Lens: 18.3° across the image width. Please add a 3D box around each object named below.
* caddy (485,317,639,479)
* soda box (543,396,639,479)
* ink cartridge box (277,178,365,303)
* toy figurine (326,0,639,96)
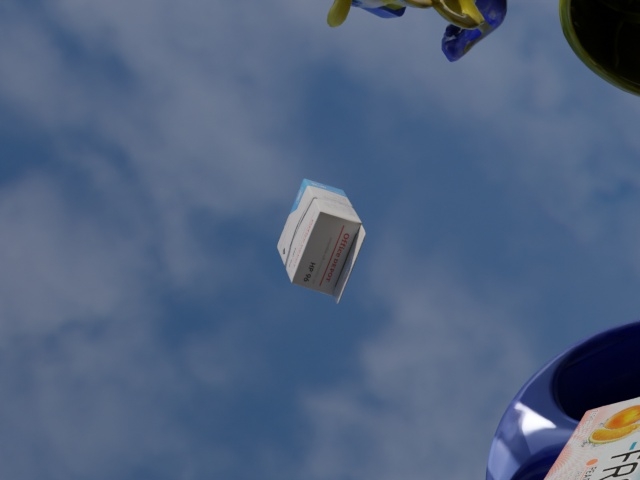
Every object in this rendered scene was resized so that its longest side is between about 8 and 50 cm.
[{"bbox_3d":[0.265,0.178,1.163,0.179,0.341,0.241,82,-151,-54],"label":"caddy"},{"bbox_3d":[0.113,0.121,0.755,0.058,0.063,0.183,65,-149,-12],"label":"soda box"},{"bbox_3d":[0.000,0.000,1.170,0.028,0.083,0.048,17,-76,-14],"label":"ink cartridge box"},{"bbox_3d":[0.067,-0.206,1.227,0.362,0.217,0.191,17,-98,-24],"label":"toy figurine"}]
